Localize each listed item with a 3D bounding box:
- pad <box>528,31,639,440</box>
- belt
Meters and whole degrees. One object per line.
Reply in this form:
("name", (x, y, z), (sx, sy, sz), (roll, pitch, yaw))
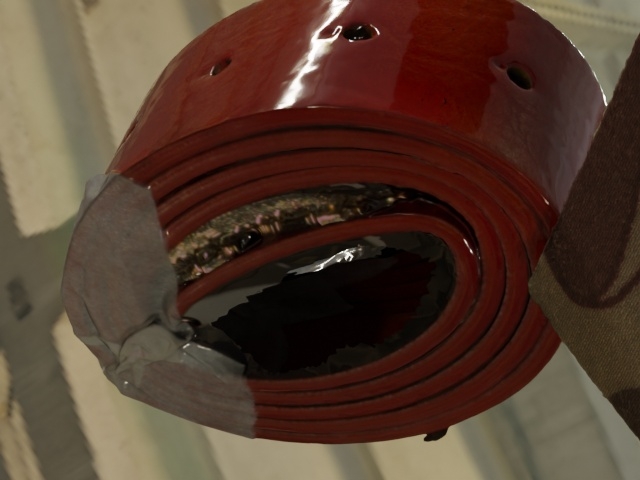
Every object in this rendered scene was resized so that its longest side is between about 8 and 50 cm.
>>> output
("pad", (0.176, -0.012, 0.533), (0.004, 0.330, 0.220), (-15, -127, -27))
("belt", (0.000, 0.000, 0.811), (0.227, 0.324, 0.115), (43, -135, -21))
